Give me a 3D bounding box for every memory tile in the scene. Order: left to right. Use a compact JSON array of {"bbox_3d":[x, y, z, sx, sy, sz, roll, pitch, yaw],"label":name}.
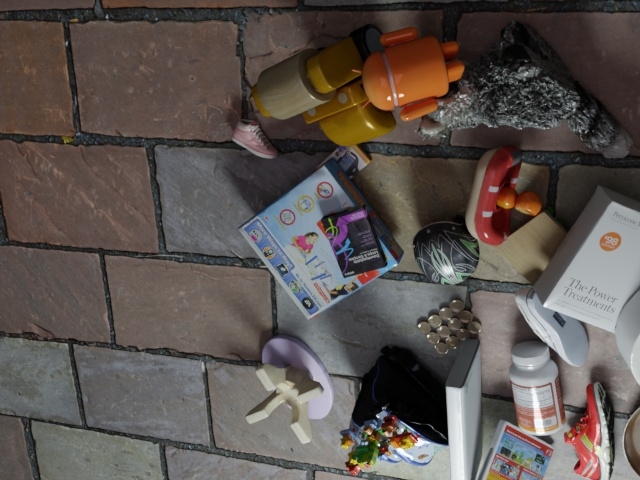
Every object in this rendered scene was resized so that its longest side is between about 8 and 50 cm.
[{"bbox_3d":[0.337,0.227,1.904,0.148,0.012,0.113,-38,95,26],"label":"memory tile"}]

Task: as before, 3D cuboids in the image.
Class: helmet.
[{"bbox_3d":[0.303,0.024,1.753,0.169,0.161,0.169,6,112,16],"label":"helmet"}]

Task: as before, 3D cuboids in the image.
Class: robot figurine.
[{"bbox_3d":[0.179,-0.343,1.491,0.219,0.128,0.158,-15,124,5],"label":"robot figurine"}]

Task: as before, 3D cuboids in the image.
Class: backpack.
[{"bbox_3d":[0.216,0.461,1.906,0.263,0.276,0.213,31,121,-2],"label":"backpack"}]

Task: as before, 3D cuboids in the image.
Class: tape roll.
[{"bbox_3d":[0.797,0.208,1.578,0.286,0.100,0.286,0,119,0],"label":"tape roll"}]

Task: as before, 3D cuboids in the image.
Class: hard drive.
[{"bbox_3d":[0.371,0.461,1.852,0.047,0.233,0.353,3,113,23],"label":"hard drive"}]

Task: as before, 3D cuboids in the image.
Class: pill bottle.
[{"bbox_3d":[0.542,0.368,1.831,0.121,0.121,0.216,-7,107,21],"label":"pill bottle"}]

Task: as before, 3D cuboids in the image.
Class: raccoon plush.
[{"bbox_3d":[0.419,-0.257,1.597,0.446,0.216,0.299,46,124,-3],"label":"raccoon plush"}]

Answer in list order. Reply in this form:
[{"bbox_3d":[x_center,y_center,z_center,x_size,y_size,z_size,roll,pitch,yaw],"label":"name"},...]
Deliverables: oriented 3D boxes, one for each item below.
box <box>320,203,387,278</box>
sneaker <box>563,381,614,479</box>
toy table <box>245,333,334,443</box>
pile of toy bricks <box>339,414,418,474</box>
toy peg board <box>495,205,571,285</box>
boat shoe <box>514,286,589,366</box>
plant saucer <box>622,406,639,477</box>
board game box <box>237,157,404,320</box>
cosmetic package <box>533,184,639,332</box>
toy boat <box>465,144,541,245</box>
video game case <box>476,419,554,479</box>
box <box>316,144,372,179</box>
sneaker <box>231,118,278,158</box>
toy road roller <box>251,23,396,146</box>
[{"bbox_3d":[0.082,0.004,1.763,0.116,0.029,0.162,-17,104,23],"label":"box"},{"bbox_3d":[0.679,0.490,1.847,0.118,0.107,0.279,1,108,27],"label":"sneaker"},{"bbox_3d":[-0.085,0.417,2.034,0.252,0.161,0.274,-39,95,27],"label":"toy table"},{"bbox_3d":[0.120,0.504,1.749,0.212,0.105,0.118,-25,117,37],"label":"pile of toy bricks"},{"bbox_3d":[0.536,0.012,1.732,0.161,0.079,0.160,44,132,-2],"label":"toy peg board"},{"bbox_3d":[0.568,0.206,1.784,0.258,0.095,0.084,53,158,-20],"label":"boat shoe"},{"bbox_3d":[0.913,0.496,1.799,0.311,0.050,0.310,6,112,17],"label":"plant saucer"},{"bbox_3d":[0.000,0.000,1.854,0.302,0.086,0.308,-34,96,26],"label":"board game box"},{"bbox_3d":[0.716,0.076,1.619,0.377,0.097,0.284,20,114,-10],"label":"cosmetic package"},{"bbox_3d":[0.430,-0.094,1.662,0.151,0.151,0.231,23,118,30],"label":"toy boat"},{"bbox_3d":[0.481,0.627,1.862,0.204,0.025,0.285,31,77,-27],"label":"video game case"},{"bbox_3d":[0.054,-0.189,1.829,0.136,0.028,0.081,-41,94,25],"label":"box"},{"bbox_3d":[-0.161,-0.263,1.856,0.134,0.051,0.070,29,121,10],"label":"sneaker"},{"bbox_3d":[0.036,-0.316,1.619,0.202,0.329,0.240,-14,105,42],"label":"toy road roller"}]
